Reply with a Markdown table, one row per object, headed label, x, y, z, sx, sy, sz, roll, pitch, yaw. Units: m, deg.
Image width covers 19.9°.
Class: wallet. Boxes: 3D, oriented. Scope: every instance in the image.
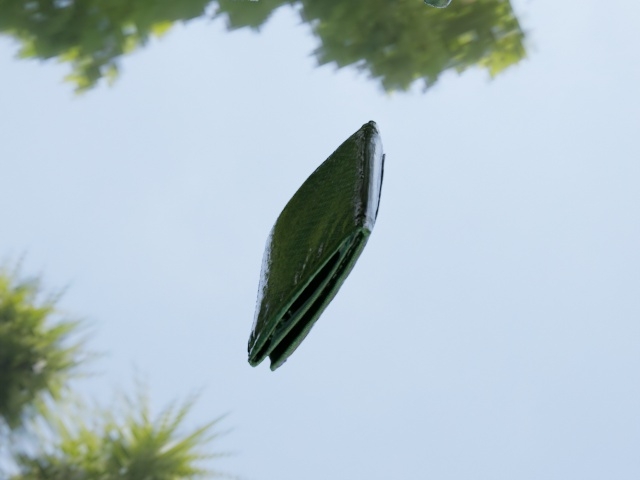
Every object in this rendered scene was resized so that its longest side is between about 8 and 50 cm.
| label | x | y | z | sx | sy | sz | roll | pitch | yaw |
| --- | --- | --- | --- | --- | --- | --- | --- | --- | --- |
| wallet | 0.002 | 0.001 | 1.552 | 0.055 | 0.236 | 0.160 | 31 | -67 | -12 |

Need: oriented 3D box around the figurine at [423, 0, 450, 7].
| label | x | y | z | sx | sy | sz | roll | pitch | yaw |
| --- | --- | --- | --- | --- | --- | --- | --- | --- | --- |
| figurine | -0.015 | -0.332 | 1.547 | 0.285 | 0.342 | 0.167 | -12 | -121 | 39 |
